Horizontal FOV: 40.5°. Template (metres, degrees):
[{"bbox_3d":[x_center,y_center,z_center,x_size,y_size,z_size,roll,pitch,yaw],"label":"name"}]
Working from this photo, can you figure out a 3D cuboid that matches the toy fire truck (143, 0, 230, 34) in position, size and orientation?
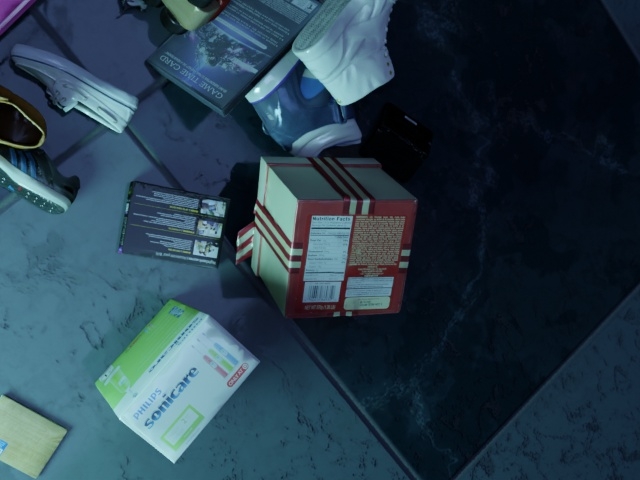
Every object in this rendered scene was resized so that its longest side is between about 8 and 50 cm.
[{"bbox_3d":[-0.206,-0.515,1.521,0.217,0.158,0.246,51,49,-4],"label":"toy fire truck"}]

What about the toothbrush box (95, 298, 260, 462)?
[{"bbox_3d":[-0.247,0.222,1.447,0.122,0.283,0.206,45,75,-16],"label":"toothbrush box"}]

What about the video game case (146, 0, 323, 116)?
[{"bbox_3d":[-0.149,-0.365,1.546,0.196,0.026,0.274,36,76,24],"label":"video game case"}]

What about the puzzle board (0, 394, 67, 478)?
[{"bbox_3d":[-0.518,0.337,1.491,0.128,0.011,0.096,35,80,-18],"label":"puzzle board"}]

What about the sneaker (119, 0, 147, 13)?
[{"bbox_3d":[-0.347,-0.433,1.524,0.098,0.038,0.069,21,83,-20],"label":"sneaker"}]

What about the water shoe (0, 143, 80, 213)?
[{"bbox_3d":[-0.505,-0.125,1.465,0.203,0.073,0.080,38,56,-22],"label":"water shoe"}]

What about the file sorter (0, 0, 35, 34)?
[{"bbox_3d":[-0.571,-0.452,1.325,0.202,0.182,0.290,-46,114,-4],"label":"file sorter"}]

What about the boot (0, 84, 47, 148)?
[{"bbox_3d":[-0.565,-0.231,1.348,0.295,0.211,0.104,25,90,-20],"label":"boot"}]

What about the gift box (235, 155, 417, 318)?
[{"bbox_3d":[0.000,0.000,1.558,0.255,0.258,0.276,4,113,-21],"label":"gift box"}]

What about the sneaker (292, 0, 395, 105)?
[{"bbox_3d":[0.089,-0.376,1.541,0.292,0.108,0.169,-51,126,-14],"label":"sneaker"}]

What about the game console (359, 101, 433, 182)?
[{"bbox_3d":[0.153,-0.196,1.736,0.122,0.071,0.107,31,50,-19],"label":"game console"}]

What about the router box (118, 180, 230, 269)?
[{"bbox_3d":[-0.263,-0.027,1.562,0.179,0.046,0.133,11,88,-21],"label":"router box"}]

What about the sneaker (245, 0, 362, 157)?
[{"bbox_3d":[0.020,-0.297,1.634,0.322,0.130,0.236,-50,117,-18],"label":"sneaker"}]

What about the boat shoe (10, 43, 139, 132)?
[{"bbox_3d":[-0.423,-0.255,1.474,0.226,0.083,0.075,23,82,-21],"label":"boat shoe"}]
